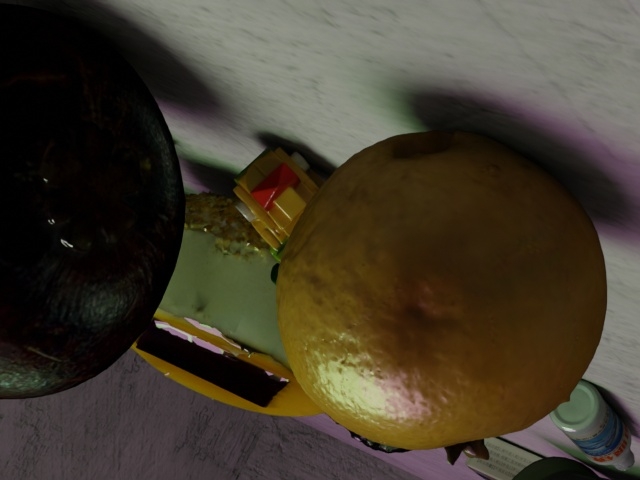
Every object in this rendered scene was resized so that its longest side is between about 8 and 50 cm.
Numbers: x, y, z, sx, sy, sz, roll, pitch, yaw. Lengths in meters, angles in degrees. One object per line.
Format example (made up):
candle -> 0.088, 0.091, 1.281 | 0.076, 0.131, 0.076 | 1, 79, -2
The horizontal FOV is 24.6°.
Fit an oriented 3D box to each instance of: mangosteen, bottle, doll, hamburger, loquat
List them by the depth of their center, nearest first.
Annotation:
loquat -> 0.078, 0.034, 0.926 | 0.208, 0.208, 0.208 | 27, 170, 5
mangosteen -> -0.264, -0.030, 1.179 | 0.330, 0.330, 0.330 | 27, 170, 5
doll -> 0.001, 0.001, 1.230 | 0.186, 0.106, 0.134 | 48, 179, -14
hamburger -> -0.072, 0.057, 1.495 | 0.276, 0.179, 0.294 | 24, 160, -3
bottle -> 0.302, 0.209, 1.593 | 0.060, 0.060, 0.217 | 22, 168, 31

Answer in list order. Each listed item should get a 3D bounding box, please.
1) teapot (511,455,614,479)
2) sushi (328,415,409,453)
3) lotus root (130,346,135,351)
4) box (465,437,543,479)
teapot -> 0.425, 0.410, 1.964 | 0.270, 0.200, 0.337 | 4, 178, -23
sushi -> 0.051, 0.184, 1.941 | 0.225, 0.136, 0.126 | 33, 169, 12
lotus root -> -0.138, 0.065, 1.707 | 0.309, 0.183, 0.183 | 25, 171, -13
box -> 0.414, 0.414, 2.302 | 0.343, 0.065, 0.200 | 20, 168, 39
